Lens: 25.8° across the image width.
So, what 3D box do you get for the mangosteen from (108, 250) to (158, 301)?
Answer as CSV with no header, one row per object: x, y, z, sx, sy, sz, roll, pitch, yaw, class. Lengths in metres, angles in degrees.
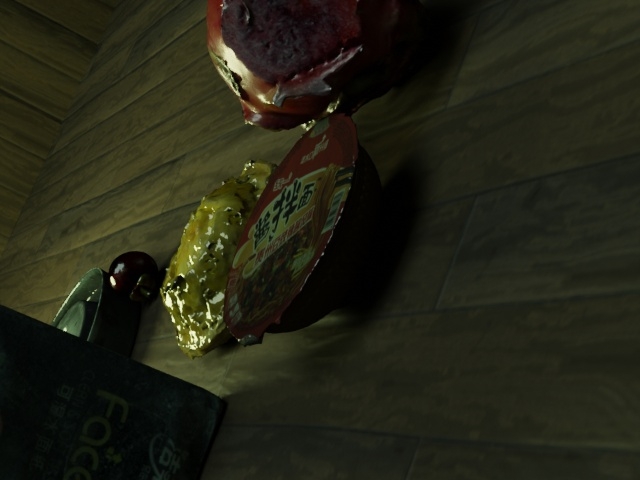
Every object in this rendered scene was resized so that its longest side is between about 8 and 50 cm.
-0.295,0.057,2.201,0.081,0.081,0.081,-51,23,31,mangosteen

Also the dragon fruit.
-0.011,-0.258,1.616,0.250,0.269,0.291,-30,3,15,dragon fruit

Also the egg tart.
-0.131,0.018,1.794,0.291,0.107,0.291,-52,23,32,egg tart

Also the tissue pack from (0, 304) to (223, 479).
-0.298,0.231,1.632,0.103,0.315,0.228,-15,52,67,tissue pack

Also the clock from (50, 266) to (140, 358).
-0.414,0.230,2.286,0.386,0.076,0.386,-51,22,30,clock

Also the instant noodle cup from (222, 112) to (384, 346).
0.000,0.000,1.506,0.274,0.090,0.274,-51,23,32,instant noodle cup
